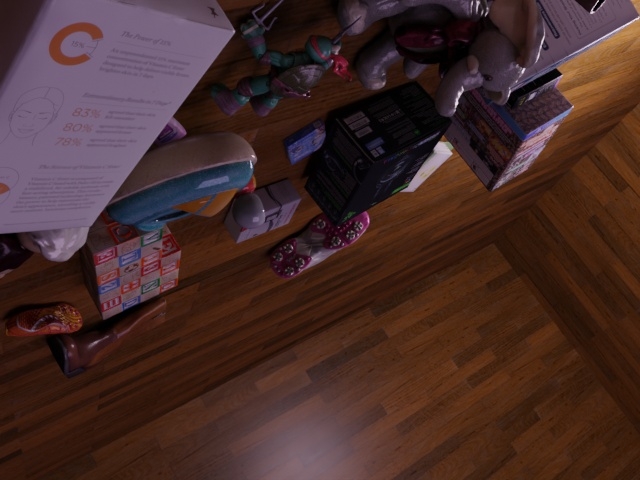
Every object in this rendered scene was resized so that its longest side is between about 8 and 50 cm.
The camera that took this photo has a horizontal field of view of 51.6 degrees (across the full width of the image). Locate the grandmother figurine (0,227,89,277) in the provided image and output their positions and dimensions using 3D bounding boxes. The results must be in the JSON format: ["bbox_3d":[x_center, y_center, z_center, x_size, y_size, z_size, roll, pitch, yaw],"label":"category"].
[{"bbox_3d":[-0.478,0.019,0.899,0.342,0.104,0.208,-19,-177,3],"label":"grandmother figurine"}]

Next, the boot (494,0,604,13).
[{"bbox_3d":[0.394,-0.459,1.141,0.090,0.207,0.248,-25,161,-27],"label":"boot"}]

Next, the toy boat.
[{"bbox_3d":[-0.192,-0.084,1.128,0.267,0.148,0.318,-18,177,24],"label":"toy boat"}]

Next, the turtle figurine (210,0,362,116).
[{"bbox_3d":[-0.052,-0.267,0.999,0.175,0.118,0.234,14,148,-42],"label":"turtle figurine"}]

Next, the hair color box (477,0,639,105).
[{"bbox_3d":[0.450,-0.436,1.345,0.347,0.174,0.105,-29,179,-14],"label":"hair color box"}]

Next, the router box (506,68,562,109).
[{"bbox_3d":[0.414,-0.382,1.437,0.133,0.179,0.046,-28,160,-19],"label":"router box"}]

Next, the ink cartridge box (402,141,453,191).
[{"bbox_3d":[0.309,-0.215,1.922,0.171,0.056,0.235,-45,158,30],"label":"ink cartridge box"}]

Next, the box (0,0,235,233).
[{"bbox_3d":[-0.296,-0.175,0.720,0.345,0.168,0.215,-43,160,30],"label":"box"}]

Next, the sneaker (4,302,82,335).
[{"bbox_3d":[-0.567,0.165,1.365,0.067,0.064,0.175,-19,165,25],"label":"sneaker"}]

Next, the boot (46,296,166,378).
[{"bbox_3d":[-0.489,0.222,1.576,0.280,0.096,0.264,-28,162,-21],"label":"boot"}]

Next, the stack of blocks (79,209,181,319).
[{"bbox_3d":[-0.366,0.028,1.282,0.171,0.087,0.297,-26,161,-25],"label":"stack of blocks"}]

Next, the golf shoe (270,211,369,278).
[{"bbox_3d":[0.000,0.000,1.878,0.306,0.115,0.140,-29,174,5],"label":"golf shoe"}]

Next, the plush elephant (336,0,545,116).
[{"bbox_3d":[0.229,-0.327,1.116,0.330,0.255,0.272,-33,163,-4],"label":"plush elephant"}]

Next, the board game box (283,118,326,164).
[{"bbox_3d":[-0.031,-0.204,1.380,0.090,0.020,0.090,-32,164,-6],"label":"board game box"}]

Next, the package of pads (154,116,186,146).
[{"bbox_3d":[-0.249,-0.177,1.035,0.050,0.032,0.083,-37,163,1],"label":"package of pads"}]

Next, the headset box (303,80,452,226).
[{"bbox_3d":[0.119,-0.184,1.491,0.246,0.131,0.283,-30,164,-30],"label":"headset box"}]

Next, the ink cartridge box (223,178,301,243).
[{"bbox_3d":[-0.130,-0.067,1.498,0.150,0.063,0.109,-23,160,-32],"label":"ink cartridge box"}]

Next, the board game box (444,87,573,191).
[{"bbox_3d":[0.436,-0.299,1.617,0.141,0.232,0.291,-31,163,-14],"label":"board game box"}]
